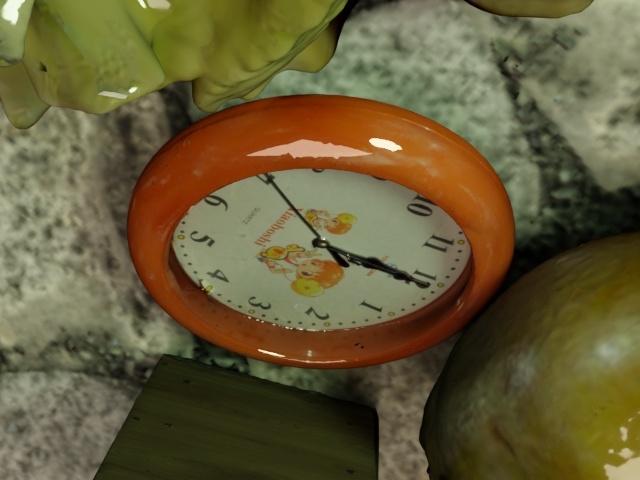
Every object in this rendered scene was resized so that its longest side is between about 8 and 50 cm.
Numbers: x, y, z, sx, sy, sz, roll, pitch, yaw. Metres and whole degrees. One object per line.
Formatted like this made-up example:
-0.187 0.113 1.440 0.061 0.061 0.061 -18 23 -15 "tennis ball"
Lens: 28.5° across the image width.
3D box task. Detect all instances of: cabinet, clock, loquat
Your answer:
-0.052 0.189 0.692 0.148 0.215 0.175 14 101 0 "cabinet"
0.000 0.000 0.669 0.205 0.051 0.205 2 142 2 "clock"
0.157 0.091 0.648 0.179 0.179 0.227 37 130 -15 "loquat"

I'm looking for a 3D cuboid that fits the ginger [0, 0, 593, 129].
-0.099 -0.193 0.486 0.413 0.211 0.358 -2 121 12 "ginger"
